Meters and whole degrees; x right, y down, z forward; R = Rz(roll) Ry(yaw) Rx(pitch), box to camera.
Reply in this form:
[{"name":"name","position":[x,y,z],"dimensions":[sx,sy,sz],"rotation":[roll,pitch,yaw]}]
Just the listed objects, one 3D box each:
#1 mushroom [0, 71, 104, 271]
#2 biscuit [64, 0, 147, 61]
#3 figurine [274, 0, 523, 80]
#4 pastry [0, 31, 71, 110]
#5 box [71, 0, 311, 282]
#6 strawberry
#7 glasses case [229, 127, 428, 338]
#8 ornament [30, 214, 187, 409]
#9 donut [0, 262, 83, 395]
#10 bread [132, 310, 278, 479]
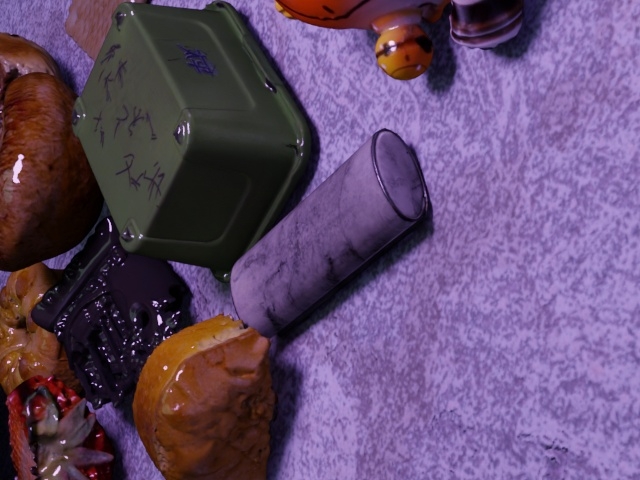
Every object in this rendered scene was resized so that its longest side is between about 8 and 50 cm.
[{"name":"mushroom","position":[-0.402,-0.100,1.663],"dimensions":[0.283,0.195,0.263],"rotation":[41,125,41]},{"name":"biscuit","position":[-0.303,-0.431,1.838],"dimensions":[0.217,0.044,0.324],"rotation":[42,119,48]},{"name":"figurine","position":[0.052,-0.321,1.186],"dimensions":[0.323,0.196,0.320],"rotation":[5,95,45]},{"name":"pastry","position":[-0.495,-0.224,1.984],"dimensions":[0.256,0.170,0.236],"rotation":[33,132,42]},{"name":"box","position":[-0.176,-0.134,1.493],"dimensions":[0.252,0.178,0.328],"rotation":[-61,41,31]},{"name":"strawberry","position":[-0.380,0.319,1.757],"dimensions":[0.306,0.138,0.233],"rotation":[135,120,-66]},{"name":"glasses case","position":[0.000,0.000,1.322],"dimensions":[0.299,0.060,0.114],"rotation":[-40,58,44]},{"name":"ornament","position":[-0.270,0.124,1.630],"dimensions":[0.251,0.106,0.260],"rotation":[-49,49,24]},{"name":"donut","position":[-0.429,0.146,1.858],"dimensions":[0.226,0.114,0.226],"rotation":[-14,73,53]},{"name":"bread","position":[-0.141,0.203,1.392],"dimensions":[0.143,0.139,0.229],"rotation":[33,126,54]}]
